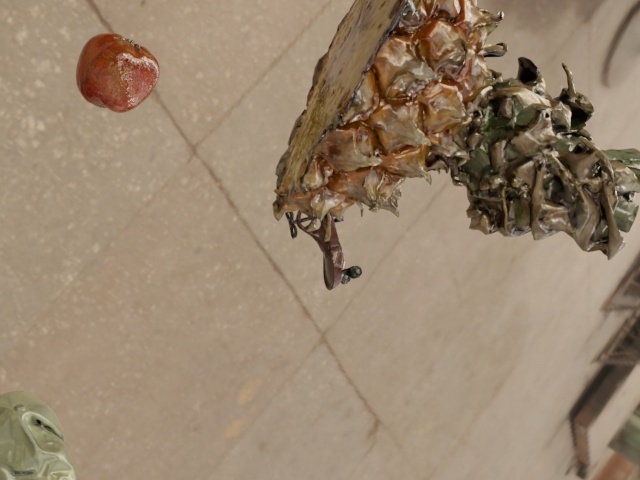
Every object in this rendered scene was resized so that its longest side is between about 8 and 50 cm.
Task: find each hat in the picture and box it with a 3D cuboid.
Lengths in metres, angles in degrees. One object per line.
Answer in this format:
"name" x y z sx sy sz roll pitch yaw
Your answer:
"hat" -0.296 0.195 0.930 0.166 0.122 0.081 -138 -112 -78

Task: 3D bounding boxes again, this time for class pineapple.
"pineapple" 0.131 -0.077 0.719 0.262 0.272 0.262 -60 -167 22

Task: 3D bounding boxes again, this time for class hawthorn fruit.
"hawthorn fruit" -0.311 -0.254 1.385 0.128 0.128 0.128 -38 147 -31

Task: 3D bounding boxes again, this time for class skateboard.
"skateboard" 0.000 0.000 1.346 0.080 0.151 0.067 -14 172 -17
